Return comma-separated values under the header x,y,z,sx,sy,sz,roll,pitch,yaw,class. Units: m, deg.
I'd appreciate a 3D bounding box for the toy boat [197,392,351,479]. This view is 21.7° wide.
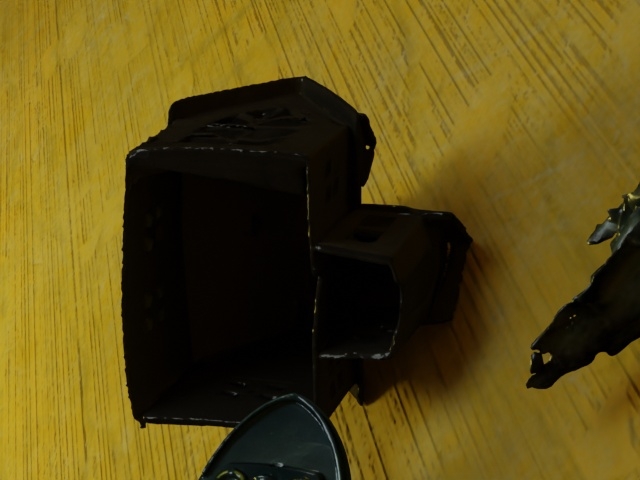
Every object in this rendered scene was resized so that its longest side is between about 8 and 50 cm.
x,y,z,sx,sy,sz,roll,pitch,yaw,class
-0.046,0.221,0.977,0.114,0.122,0.296,5,60,17,toy boat

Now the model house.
x,y,z,sx,sy,sz,roll,pitch,yaw,class
0.000,0.000,1.152,0.204,0.211,0.243,6,20,17,model house

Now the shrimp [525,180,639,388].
x,y,z,sx,sy,sz,roll,pitch,yaw,class
0.276,-0.025,0.796,0.445,0.085,0.272,-36,36,26,shrimp
